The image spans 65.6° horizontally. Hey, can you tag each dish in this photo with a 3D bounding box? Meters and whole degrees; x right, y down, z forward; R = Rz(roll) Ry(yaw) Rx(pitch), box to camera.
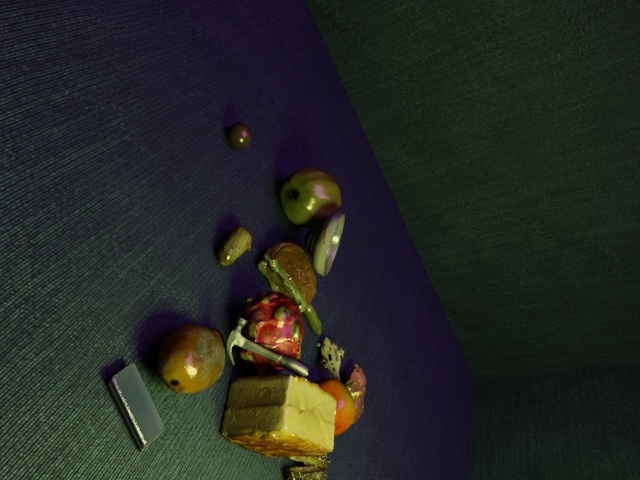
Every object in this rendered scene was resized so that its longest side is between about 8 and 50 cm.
[{"bbox_3d":[0.000,0.000,2.063,0.273,0.133,0.274,18,90,-80],"label":"dish"}]

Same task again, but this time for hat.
[{"bbox_3d":[0.128,0.698,2.164,0.286,0.107,0.237,-26,108,-69],"label":"hat"}]

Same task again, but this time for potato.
[{"bbox_3d":[-0.306,0.017,1.766,0.188,0.085,0.105,-59,149,-49],"label":"potato"}]

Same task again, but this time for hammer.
[{"bbox_3d":[-0.163,0.364,1.562,0.289,0.037,0.137,30,84,-13],"label":"hammer"}]

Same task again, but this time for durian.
[{"bbox_3d":[-0.047,0.805,1.780,0.196,0.166,0.196,12,90,-68],"label":"durian"}]

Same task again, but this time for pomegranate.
[{"bbox_3d":[0.044,0.631,1.907,0.256,0.221,0.221,-28,105,-16],"label":"pomegranate"}]

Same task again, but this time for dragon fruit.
[{"bbox_3d":[-0.173,0.323,1.703,0.230,0.237,0.303,-4,95,-17],"label":"dragon fruit"}]

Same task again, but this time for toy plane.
[{"bbox_3d":[0.062,0.543,2.089,0.092,0.108,0.287,64,12,-62],"label":"toy plane"}]

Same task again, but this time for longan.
[{"bbox_3d":[-0.316,-0.410,1.951,0.113,0.092,0.114,-18,90,-86],"label":"longan"}]

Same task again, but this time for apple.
[{"bbox_3d":[-0.042,-0.182,2.165,0.279,0.279,0.279,35,47,-49],"label":"apple"}]

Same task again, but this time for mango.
[{"bbox_3d":[-0.364,0.336,1.453,0.316,0.146,0.193,-12,86,-79],"label":"mango"}]

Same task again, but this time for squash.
[{"bbox_3d":[-0.033,0.336,2.123,0.184,0.052,0.052,68,29,-18],"label":"squash"}]

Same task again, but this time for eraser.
[{"bbox_3d":[-0.479,0.435,1.296,0.082,0.036,0.225,-39,110,-59],"label":"eraser"}]

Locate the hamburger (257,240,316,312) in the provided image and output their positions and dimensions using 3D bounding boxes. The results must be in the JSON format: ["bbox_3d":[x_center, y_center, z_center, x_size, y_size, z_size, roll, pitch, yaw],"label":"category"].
[{"bbox_3d":[-0.114,0.132,1.996,0.309,0.132,0.211,59,34,-24],"label":"hamburger"}]

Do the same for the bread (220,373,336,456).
[{"bbox_3d":[-0.128,0.571,1.608,0.279,0.278,0.207,47,41,-43],"label":"bread"}]
